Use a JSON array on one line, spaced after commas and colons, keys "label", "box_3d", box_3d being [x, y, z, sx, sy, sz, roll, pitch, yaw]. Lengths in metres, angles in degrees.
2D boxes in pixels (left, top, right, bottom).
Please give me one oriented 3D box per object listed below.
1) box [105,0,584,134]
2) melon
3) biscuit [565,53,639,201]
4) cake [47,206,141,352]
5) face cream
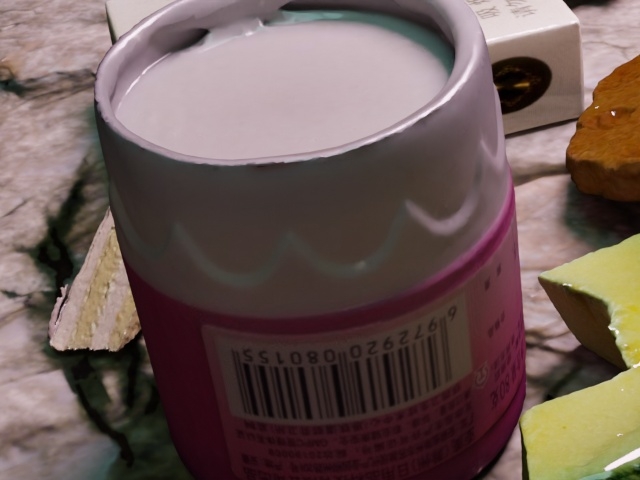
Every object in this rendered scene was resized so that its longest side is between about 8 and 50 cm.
[{"label": "box", "box_3d": [0.010, -0.111, 0.998, 0.256, 0.069, 0.164, -14, 35, -8]}, {"label": "melon", "box_3d": [0.143, 0.067, 0.725, 0.118, 0.064, 0.209, -7, 32, 11]}, {"label": "biscuit", "box_3d": [0.234, -0.075, 0.880, 0.208, 0.041, 0.290, -17, 20, 20]}, {"label": "cake", "box_3d": [-0.095, 0.016, 0.877, 0.052, 0.065, 0.121, 10, 62, 26]}, {"label": "face cream", "box_3d": [0.000, 0.000, 0.731, 0.175, 0.195, 0.175, -5, 36, 4]}]
